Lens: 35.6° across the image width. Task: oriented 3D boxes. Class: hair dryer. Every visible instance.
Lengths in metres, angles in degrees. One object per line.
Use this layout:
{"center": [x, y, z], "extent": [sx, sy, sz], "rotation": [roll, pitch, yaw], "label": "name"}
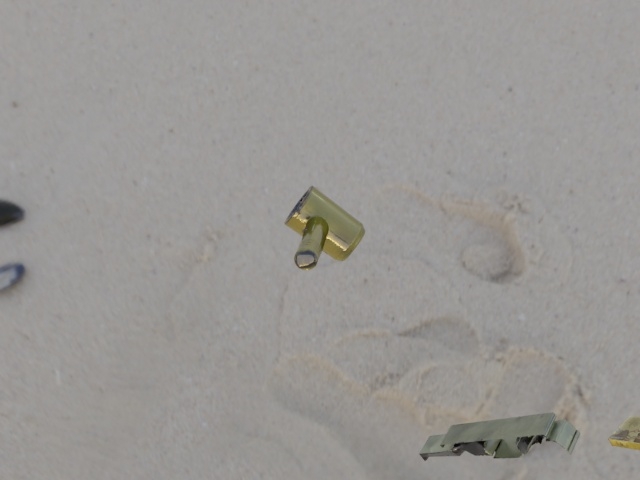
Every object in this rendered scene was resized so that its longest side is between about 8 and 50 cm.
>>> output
{"center": [0.000, 0.000, 1.782], "extent": [0.135, 0.090, 0.278], "rotation": [38, 18, -6], "label": "hair dryer"}

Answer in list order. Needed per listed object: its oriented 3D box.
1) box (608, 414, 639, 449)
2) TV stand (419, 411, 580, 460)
{"center": [0.596, 0.350, 1.801], "extent": [0.073, 0.149, 0.020], "rotation": [-37, 103, -26], "label": "box"}
{"center": [0.211, 0.249, 1.238], "extent": [0.042, 0.249, 0.036], "rotation": [45, 56, -16], "label": "TV stand"}
